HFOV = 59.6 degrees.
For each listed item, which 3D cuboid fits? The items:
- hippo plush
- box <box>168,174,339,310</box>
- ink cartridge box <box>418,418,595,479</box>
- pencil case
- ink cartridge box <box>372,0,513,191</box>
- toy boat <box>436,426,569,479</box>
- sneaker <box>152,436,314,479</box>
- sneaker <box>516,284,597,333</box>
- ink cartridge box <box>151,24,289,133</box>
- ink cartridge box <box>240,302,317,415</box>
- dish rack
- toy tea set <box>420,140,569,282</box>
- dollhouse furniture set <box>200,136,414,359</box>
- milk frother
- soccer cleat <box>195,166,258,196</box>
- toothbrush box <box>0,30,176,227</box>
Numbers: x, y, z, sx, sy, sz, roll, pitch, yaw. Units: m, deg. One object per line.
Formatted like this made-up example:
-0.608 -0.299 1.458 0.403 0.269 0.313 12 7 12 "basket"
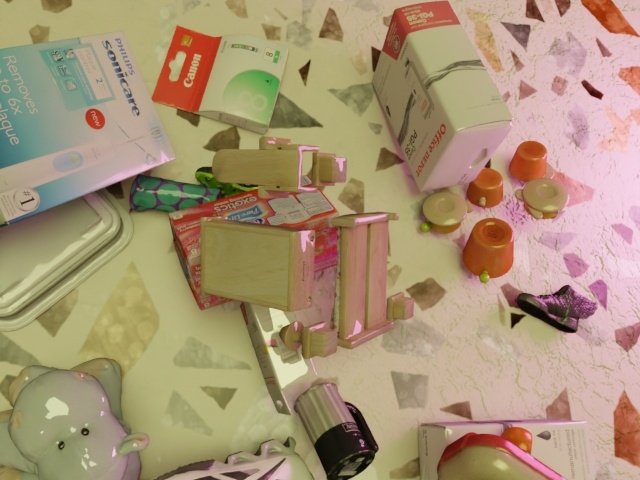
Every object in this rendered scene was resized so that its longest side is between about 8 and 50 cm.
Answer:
-0.353 0.297 0.759 0.234 0.236 0.294 -26 83 -20 "hippo plush"
-0.108 -0.001 0.941 0.257 0.122 0.128 -18 43 -19 "box"
0.320 0.415 0.962 0.273 0.115 0.198 2 74 -13 "ink cartridge box"
-0.252 -0.070 0.978 0.152 0.064 0.070 11 110 -10 "pencil case"
0.215 -0.265 1.048 0.117 0.207 0.282 -13 67 -14 "ink cartridge box"
0.301 0.354 0.855 0.231 0.151 0.151 34 42 -1 "toy boat"
-0.140 0.392 0.783 0.331 0.122 0.146 -9 43 -34 "sneaker"
0.473 0.123 1.119 0.170 0.051 0.089 30 70 -10 "sneaker"
-0.188 -0.320 1.071 0.225 0.056 0.180 16 71 -11 "ink cartridge box"
-0.067 0.183 0.929 0.067 0.115 0.198 -17 81 -19 "ink cartridge box"
-0.511 -0.054 0.907 0.285 0.072 0.333 -43 87 -20 "dish rack"
0.368 -0.058 1.128 0.336 0.124 0.200 -33 55 -17 "toy tea set"
0.000 0.000 0.882 0.356 0.174 0.303 -9 103 -54 "dollhouse furniture set"
0.008 0.336 0.921 0.143 0.129 0.134 -40 48 7 "milk frother"
-0.139 -0.115 1.027 0.179 0.060 0.072 11 63 -18 "soccer cleat"
-0.393 -0.165 0.820 0.295 0.126 0.216 -35 111 -49 "toothbrush box"
